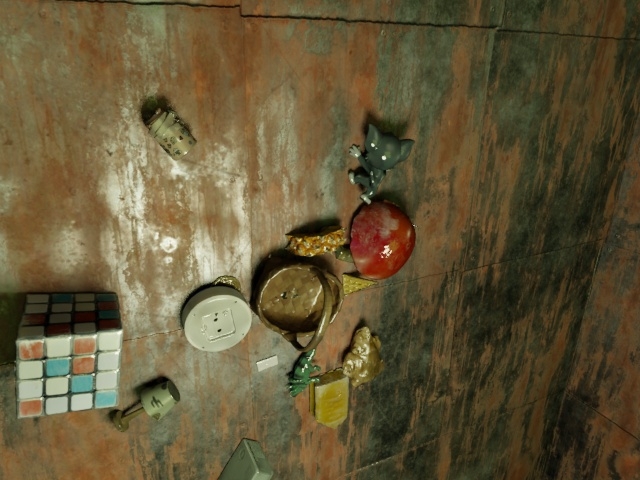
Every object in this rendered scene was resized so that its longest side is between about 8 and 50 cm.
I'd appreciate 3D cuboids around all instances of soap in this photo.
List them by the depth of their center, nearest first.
[{"bbox_3d":[0.038,0.686,1.959,0.161,0.080,0.257,-11,114,-23],"label":"soap"}]

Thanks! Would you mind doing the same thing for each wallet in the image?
[{"bbox_3d":[-0.207,0.477,1.790,0.083,0.011,0.044,-16,116,-22],"label":"wallet"}]

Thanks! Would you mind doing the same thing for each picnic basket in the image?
[{"bbox_3d":[-0.052,0.227,1.590,0.338,0.337,0.292,15,103,-31],"label":"picnic basket"}]

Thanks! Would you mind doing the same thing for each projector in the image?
[{"bbox_3d":[-0.304,0.956,1.825,0.099,0.192,0.256,29,95,-32],"label":"projector"}]

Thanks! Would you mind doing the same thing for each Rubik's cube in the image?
[{"bbox_3d":[-0.713,0.314,1.319,0.254,0.256,0.258,3,109,-28],"label":"Rubik's cube"}]

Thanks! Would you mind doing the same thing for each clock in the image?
[{"bbox_3d":[-0.356,0.270,1.581,0.231,0.083,0.230,-9,117,-19],"label":"clock"}]

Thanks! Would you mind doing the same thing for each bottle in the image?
[{"bbox_3d":[-0.433,-0.312,1.311,0.099,0.099,0.152,-42,119,-7],"label":"bottle"}]

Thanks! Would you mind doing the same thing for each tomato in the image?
[{"bbox_3d":[0.256,0.004,1.711,0.309,0.170,0.308,0,90,-31],"label":"tomato"}]

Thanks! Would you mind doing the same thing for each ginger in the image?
[{"bbox_3d":[0.173,0.471,1.918,0.219,0.123,0.269,-31,116,-36],"label":"ginger"}]

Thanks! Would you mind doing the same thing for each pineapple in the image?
[{"bbox_3d":[0.000,0.001,1.634,0.233,0.135,0.079,-17,116,-19],"label":"pineapple"}]

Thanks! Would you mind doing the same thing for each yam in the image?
[{"bbox_3d":[0.162,0.075,1.792,0.253,0.061,0.061,19,100,-33],"label":"yam"}]

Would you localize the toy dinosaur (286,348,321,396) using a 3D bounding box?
[{"bbox_3d":[-0.046,0.506,1.848,0.120,0.079,0.291,31,91,-35],"label":"toy dinosaur"}]

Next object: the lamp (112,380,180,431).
[{"bbox_3d":[-0.593,0.569,1.568,0.215,0.121,0.121,-29,121,-4],"label":"lamp"}]

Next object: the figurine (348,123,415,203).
[{"bbox_3d":[0.188,-0.270,1.626,0.193,0.140,0.265,26,82,-16],"label":"figurine"}]

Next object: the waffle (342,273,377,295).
[{"bbox_3d":[0.153,0.187,1.786,0.023,0.153,0.097,-28,123,-54],"label":"waffle"}]

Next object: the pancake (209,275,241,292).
[{"bbox_3d":[-0.331,0.172,1.605,0.115,0.011,0.114,-11,114,-25],"label":"pancake"}]
